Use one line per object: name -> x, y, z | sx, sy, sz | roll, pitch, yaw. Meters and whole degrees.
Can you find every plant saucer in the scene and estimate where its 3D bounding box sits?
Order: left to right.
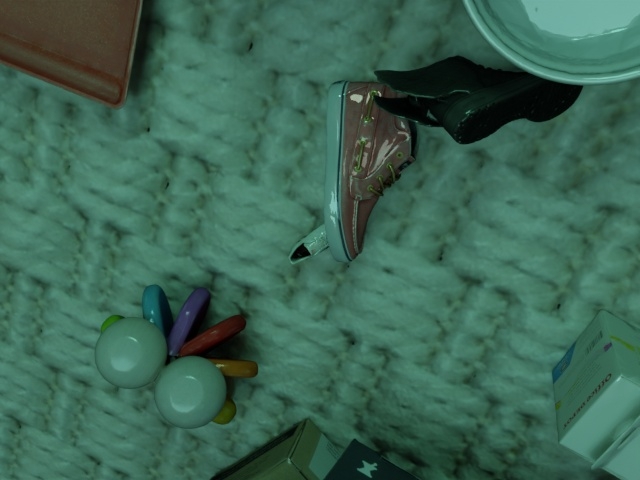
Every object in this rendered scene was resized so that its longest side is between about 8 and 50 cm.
plant saucer -> -0.278, -0.296, 0.637 | 0.259, 0.047, 0.258 | 22, 116, 6

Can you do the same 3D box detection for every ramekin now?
ramekin -> 0.209, -0.227, 0.484 | 0.207, 0.109, 0.207 | 6, 112, 15

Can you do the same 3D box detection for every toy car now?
toy car -> -0.155, 0.121, 0.730 | 0.182, 0.159, 0.136 | 33, 82, 2

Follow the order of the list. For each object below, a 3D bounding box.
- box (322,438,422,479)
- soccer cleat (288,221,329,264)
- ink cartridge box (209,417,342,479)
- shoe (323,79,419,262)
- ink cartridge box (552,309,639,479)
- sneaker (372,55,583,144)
box -> 0.062, 0.461, 0.625 | 0.294, 0.212, 0.395 | 26, 116, 19
soccer cleat -> 0.000, 0.000, 0.680 | 0.083, 0.035, 0.029 | -31, 100, 25
ink cartridge box -> -0.017, 0.368, 0.805 | 0.193, 0.088, 0.234 | -37, 97, 24
shoe -> 0.050, -0.064, 0.615 | 0.081, 0.063, 0.177 | 3, 100, 17
ink cartridge box -> 0.283, 0.150, 0.596 | 0.090, 0.143, 0.092 | 29, 117, 4
sneaker -> 0.138, -0.134, 0.558 | 0.089, 0.170, 0.051 | 53, 155, 37
